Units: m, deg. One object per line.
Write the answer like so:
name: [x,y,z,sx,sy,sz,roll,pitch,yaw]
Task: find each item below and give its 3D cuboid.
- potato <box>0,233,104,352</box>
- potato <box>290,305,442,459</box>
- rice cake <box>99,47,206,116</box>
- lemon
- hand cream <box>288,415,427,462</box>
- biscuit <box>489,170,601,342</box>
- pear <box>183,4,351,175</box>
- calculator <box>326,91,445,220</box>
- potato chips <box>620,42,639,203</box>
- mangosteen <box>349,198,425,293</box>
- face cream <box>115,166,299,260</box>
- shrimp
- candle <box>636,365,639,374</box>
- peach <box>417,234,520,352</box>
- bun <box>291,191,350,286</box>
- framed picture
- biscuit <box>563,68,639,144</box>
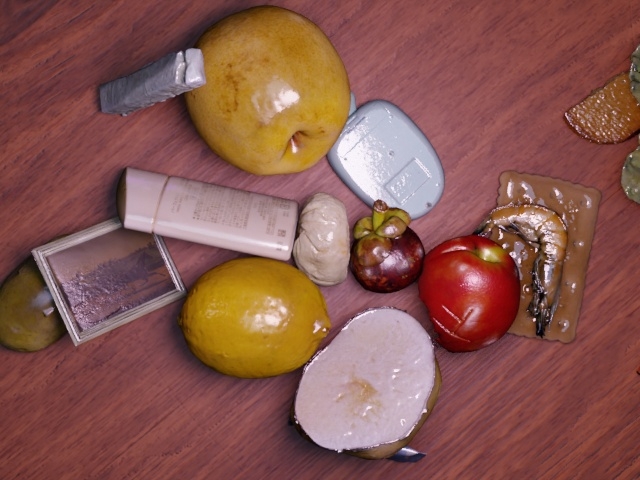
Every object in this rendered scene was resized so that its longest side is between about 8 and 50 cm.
potato: [-0.516,0.100,1.859,0.272,0.111,0.160,-42,95,-2]
potato: [0.095,0.293,1.848,0.246,0.196,0.299,35,71,24]
rice cake: [-0.306,-0.281,1.774,0.063,0.336,0.066,-4,89,-36]
lemon: [-0.124,0.144,1.826,0.263,0.236,0.235,21,89,-8]
hand cream: [0.070,0.383,1.918,0.272,0.091,0.058,20,63,-1]
biscuit: [0.434,0.033,1.960,0.217,0.044,0.324,12,90,-3]
pear: [-0.098,-0.273,1.795,0.315,0.314,0.314,0,90,-4]
calculator: [0.120,-0.169,1.935,0.184,0.042,0.295,-44,94,-3]
potato chips: [0.771,-0.232,1.947,0.390,0.097,0.373,1,90,-11]
mangosteen: [0.113,0.013,1.878,0.146,0.156,0.181,-28,115,24]
face cream: [-0.218,-0.052,1.857,0.349,0.173,0.081,11,124,-4]
shrimp: [0.377,0.057,1.919,0.198,0.051,0.261,4,93,7]
candle: [0.693,0.204,1.990,0.026,0.021,0.167,38,86,-30]
peach: [0.269,0.106,1.850,0.196,0.190,0.226,-1,130,-29]
bun: [0.000,0.000,1.866,0.111,0.188,0.164,-1,56,1]
framed picture: [-0.390,0.061,1.851,0.252,0.014,0.197,-25,92,-34]
biscuit: [0.596,-0.261,1.978,0.206,0.025,0.126,-32,92,-3]
